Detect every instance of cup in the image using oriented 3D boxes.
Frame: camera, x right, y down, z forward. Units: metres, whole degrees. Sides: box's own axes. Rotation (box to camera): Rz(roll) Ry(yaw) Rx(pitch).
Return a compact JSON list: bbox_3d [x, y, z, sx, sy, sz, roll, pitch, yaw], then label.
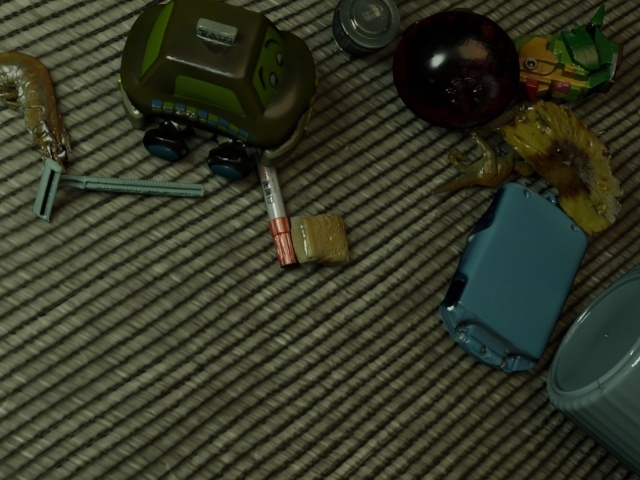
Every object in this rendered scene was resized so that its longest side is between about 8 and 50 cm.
[{"bbox_3d":[0.516,0.189,1.316,0.311,0.257,0.331,37,66,-8],"label":"cup"}]

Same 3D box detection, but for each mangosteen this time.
[{"bbox_3d":[0.193,-0.253,1.369,0.200,0.200,0.199,7,72,-21],"label":"mangosteen"}]

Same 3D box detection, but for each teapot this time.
[{"bbox_3d":[0.065,-0.312,1.365,0.092,0.091,0.124,44,69,-7],"label":"teapot"}]

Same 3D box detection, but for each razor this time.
[{"bbox_3d":[-0.243,-0.066,1.186,0.211,0.084,0.036,-2,48,-33],"label":"razor"}]

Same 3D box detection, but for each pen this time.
[{"bbox_3d":[-0.068,-0.079,1.274,0.028,0.028,0.239,-8,78,-25],"label":"pen"}]

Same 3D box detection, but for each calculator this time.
[{"bbox_3d":[0.279,0.046,1.371,0.173,0.051,0.293,34,64,-9],"label":"calculator"}]

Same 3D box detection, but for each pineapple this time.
[{"bbox_3d":[0.368,-0.125,1.429,0.233,0.079,0.135,50,47,-8],"label":"pineapple"}]

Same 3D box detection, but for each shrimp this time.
[{"bbox_3d":[-0.374,-0.148,1.161,0.124,0.034,0.178,-14,79,-24],"label":"shrimp"}]

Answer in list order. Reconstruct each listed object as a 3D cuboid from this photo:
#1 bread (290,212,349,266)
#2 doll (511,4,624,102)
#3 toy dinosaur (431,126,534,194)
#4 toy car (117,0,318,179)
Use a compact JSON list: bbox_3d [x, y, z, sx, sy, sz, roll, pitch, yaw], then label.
[{"bbox_3d":[0.000,0.000,1.267,0.083,0.035,0.070,-2,76,-44],"label":"bread"},{"bbox_3d":[0.371,-0.279,1.475,0.186,0.106,0.134,-14,75,-10],"label":"doll"},{"bbox_3d":[0.242,-0.092,1.404,0.126,0.039,0.162,36,66,-11],"label":"toy dinosaur"},{"bbox_3d":[-0.123,-0.208,1.179,0.248,0.198,0.204,16,71,-4],"label":"toy car"}]
